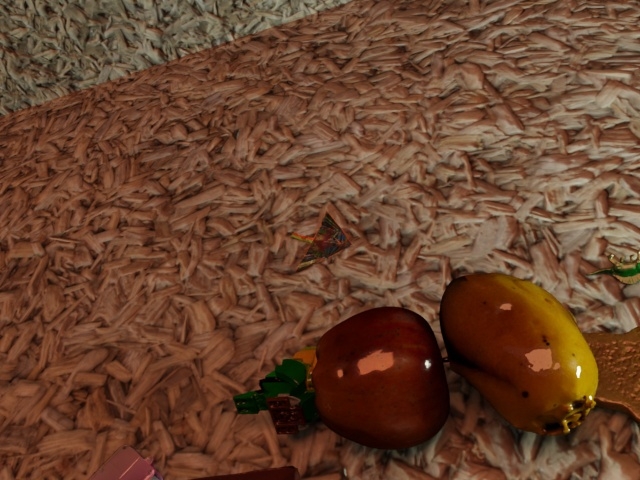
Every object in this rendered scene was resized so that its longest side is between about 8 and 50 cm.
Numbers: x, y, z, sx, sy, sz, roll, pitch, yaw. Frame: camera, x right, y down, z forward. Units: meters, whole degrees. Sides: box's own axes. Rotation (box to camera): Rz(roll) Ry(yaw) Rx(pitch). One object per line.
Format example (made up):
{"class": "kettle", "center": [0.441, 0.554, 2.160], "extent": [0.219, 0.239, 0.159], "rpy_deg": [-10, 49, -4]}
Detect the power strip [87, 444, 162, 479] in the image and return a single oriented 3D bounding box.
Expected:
{"class": "power strip", "center": [-0.399, 0.480, 1.119], "extent": [0.109, 0.038, 0.279], "rpy_deg": [24, 60, 38]}

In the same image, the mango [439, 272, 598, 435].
{"class": "mango", "center": [0.303, 0.164, 1.001], "extent": [0.201, 0.153, 0.287], "rpy_deg": [-39, 43, 1]}

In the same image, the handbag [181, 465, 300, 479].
{"class": "handbag", "center": [-0.159, 0.446, 0.937], "extent": [0.260, 0.084, 0.275], "rpy_deg": [-11, 13, 11]}

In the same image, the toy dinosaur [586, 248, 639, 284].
{"class": "toy dinosaur", "center": [0.545, 0.054, 1.169], "extent": [0.119, 0.029, 0.060], "rpy_deg": [-14, 60, 13]}

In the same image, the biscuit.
{"class": "biscuit", "center": [0.404, 0.203, 1.058], "extent": [0.301, 0.049, 0.197], "rpy_deg": [4, 50, 25]}

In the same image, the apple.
{"class": "apple", "center": [0.100, 0.216, 1.048], "extent": [0.233, 0.234, 0.234], "rpy_deg": [-12, 44, 11]}

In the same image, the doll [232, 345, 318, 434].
{"class": "doll", "center": [-0.042, 0.257, 1.147], "extent": [0.134, 0.106, 0.186], "rpy_deg": [8, 34, 42]}

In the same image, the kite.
{"class": "kite", "center": [0.000, 0.000, 1.455], "extent": [0.159, 0.010, 0.190], "rpy_deg": [4, 48, 27]}
